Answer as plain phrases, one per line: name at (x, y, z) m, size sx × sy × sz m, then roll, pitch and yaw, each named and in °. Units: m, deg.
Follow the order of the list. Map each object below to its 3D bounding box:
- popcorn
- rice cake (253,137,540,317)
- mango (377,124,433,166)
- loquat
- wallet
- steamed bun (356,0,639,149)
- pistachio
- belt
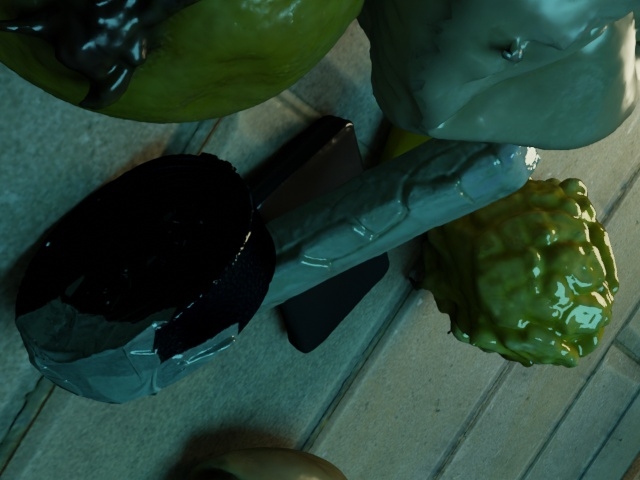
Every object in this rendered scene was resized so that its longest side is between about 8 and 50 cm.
popcorn at (0.222, 0.039, 0.986) m, size 0.225 × 0.249 × 0.249 m, roll -8°, pitch 133°, yaw -2°
rice cake at (0.023, -0.009, 0.719) m, size 0.336 × 0.063 × 0.066 m, roll -29°, pitch 148°, yaw 15°
mango at (0.112, -0.106, 0.864) m, size 0.161 × 0.076 × 0.103 m, roll -54°, pitch 150°, yaw 4°
loquat at (-0.083, -0.170, 0.441) m, size 0.244 × 0.244 × 0.244 m, roll -31°, pitch 138°, yaw -31°
wallet at (0.000, 0.000, 0.847) m, size 0.149 × 0.044 × 0.250 m, roll -45°, pitch 143°, yaw -20°
steamed bun at (0.155, -0.232, 0.557) m, size 0.255 × 0.342 × 0.367 m, roll 4°, pitch 138°, yaw -7°
pistachio at (-0.046, 0.316, 0.956) m, size 0.293 × 0.181 × 0.162 m, roll 37°, pitch 51°, yaw -59°
belt at (-0.125, 0.030, 0.624) m, size 0.198 × 0.151 × 0.078 m, roll -41°, pitch 144°, yaw -16°
